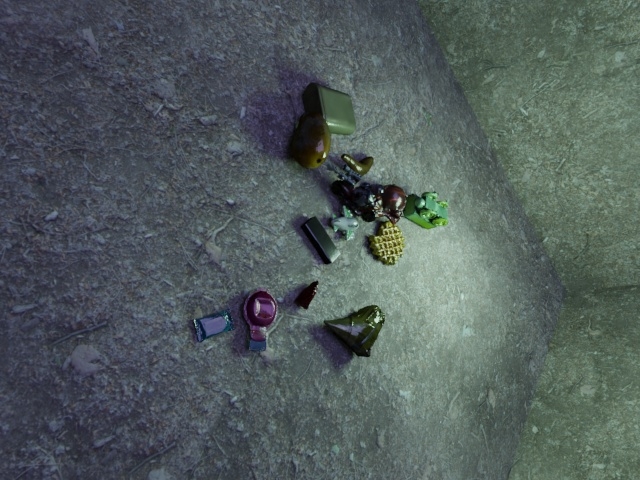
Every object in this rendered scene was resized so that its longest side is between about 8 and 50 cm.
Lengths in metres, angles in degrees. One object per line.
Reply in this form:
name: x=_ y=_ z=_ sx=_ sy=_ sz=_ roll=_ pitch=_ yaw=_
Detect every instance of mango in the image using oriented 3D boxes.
mango: x=-0.044 y=-0.471 z=1.849 sx=0.146 sy=0.193 sz=0.316 roll=37 pitch=43 yaw=-50

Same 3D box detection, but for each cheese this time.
cheese: x=-0.234 y=0.304 z=1.560 sx=0.155 sy=0.062 sz=0.244 roll=15 pitch=70 yaw=-35

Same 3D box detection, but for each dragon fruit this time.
dragon fruit: x=-0.041 y=0.235 z=1.737 sx=0.063 sy=0.097 sz=0.131 roll=55 pitch=32 yaw=-18

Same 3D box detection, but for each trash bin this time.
trash bin: x=0.050 y=-0.654 z=2.020 sx=0.247 sy=0.121 sz=0.243 roll=-6 pitch=82 yaw=-44

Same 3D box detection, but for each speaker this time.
speaker: x=0.000 y=0.000 z=1.845 sx=0.082 sy=0.044 sz=0.218 roll=-44 pitch=106 yaw=-38

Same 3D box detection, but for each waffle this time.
waffle: x=0.358 y=0.001 z=2.131 sx=0.249 sy=0.056 sz=0.253 roll=28 pitch=64 yaw=-31

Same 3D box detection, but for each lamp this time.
lamp: x=0.355 y=-0.207 z=2.109 sx=0.215 sy=0.151 sz=0.223 roll=10 pitch=50 yaw=-7

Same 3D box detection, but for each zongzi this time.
zongzi: x=0.159 y=0.357 z=1.831 sx=0.274 sy=0.125 sz=0.251 roll=43 pitch=56 yaw=-15

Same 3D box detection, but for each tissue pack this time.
tissue pack: x=-0.386 y=0.308 z=1.459 sx=0.138 sy=0.028 sz=0.085 roll=-13 pitch=83 yaw=-36

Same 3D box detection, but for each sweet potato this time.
sweet potato: x=0.194 y=-0.384 z=2.064 sx=0.346 sy=0.079 sz=0.108 roll=-13 pitch=91 yaw=-59

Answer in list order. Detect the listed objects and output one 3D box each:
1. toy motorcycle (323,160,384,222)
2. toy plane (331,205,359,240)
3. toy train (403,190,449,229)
toy motorcycle: x=0.162 y=-0.259 z=1.939 sx=0.401 sy=0.207 sz=0.134 roll=41 pitch=39 yaw=-14
toy plane: x=0.121 y=-0.082 z=1.944 sx=0.174 sy=0.080 sz=0.174 roll=13 pitch=69 yaw=-39
toy train: x=0.614 y=-0.169 z=2.301 sx=0.272 sy=0.188 sz=0.159 roll=24 pitch=64 yaw=-35
